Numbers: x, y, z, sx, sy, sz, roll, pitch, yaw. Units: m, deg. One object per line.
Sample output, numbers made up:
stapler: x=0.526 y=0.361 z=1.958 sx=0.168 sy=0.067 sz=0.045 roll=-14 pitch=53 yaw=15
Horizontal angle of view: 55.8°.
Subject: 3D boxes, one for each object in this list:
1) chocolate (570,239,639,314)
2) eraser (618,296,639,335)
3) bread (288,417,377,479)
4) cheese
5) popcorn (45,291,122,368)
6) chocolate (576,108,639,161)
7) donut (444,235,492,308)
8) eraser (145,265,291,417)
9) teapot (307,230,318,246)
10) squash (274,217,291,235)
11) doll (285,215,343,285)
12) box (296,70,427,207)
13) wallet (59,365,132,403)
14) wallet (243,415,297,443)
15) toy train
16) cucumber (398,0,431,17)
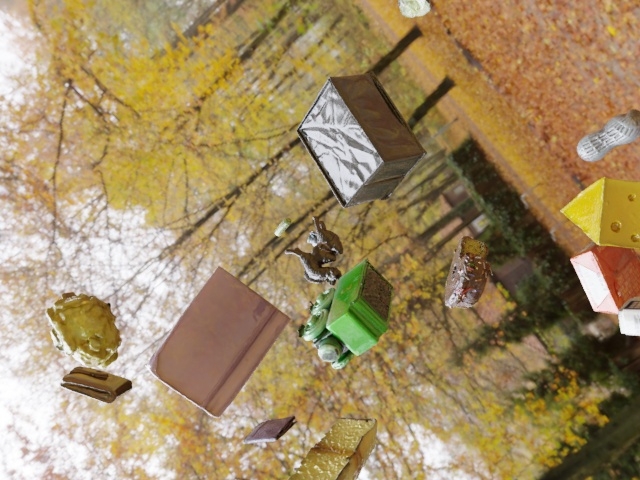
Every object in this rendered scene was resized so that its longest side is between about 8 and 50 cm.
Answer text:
chocolate: x=0.955 y=0.096 z=1.998 sx=0.237 sy=0.108 sz=0.234 roll=-30 pitch=-84 yaw=-34
eraser: x=0.981 y=0.209 z=1.651 sx=0.124 sy=0.279 sz=0.081 roll=-21 pitch=-78 yaw=-45
bread: x=0.061 y=0.606 z=1.672 sx=0.142 sy=0.178 sz=0.266 roll=48 pitch=-129 yaw=-6
cheese: x=0.551 y=-0.051 z=1.187 sx=0.171 sy=0.093 sz=0.126 roll=-173 pitch=88 yaw=-86
popcorn: x=-0.703 y=0.258 z=1.822 sx=0.266 sy=0.192 sz=0.233 roll=45 pitch=166 yaw=32
chocolate: x=0.685 y=-0.245 z=1.428 sx=0.072 sy=0.167 sz=0.072 roll=23 pitch=-129 yaw=-30
donut: x=0.444 y=0.105 z=1.814 sx=0.096 sy=0.216 sz=0.230 roll=14 pitch=-168 yaw=2
eraser: x=-0.301 y=0.296 z=1.774 sx=0.272 sy=0.359 sz=0.122 roll=38 pitch=168 yaw=-9
teapot: x=-0.001 y=0.004 z=1.979 sx=0.083 sy=0.049 sz=0.063 roll=24 pitch=-175 yaw=16
squash: x=-0.123 y=-0.048 z=2.014 sx=0.027 sy=0.083 sz=0.027 roll=20 pitch=-134 yaw=-22
doll: x=0.001 y=0.036 z=1.504 sx=0.165 sy=0.139 sz=0.057 roll=41 pitch=177 yaw=30
box: x=0.122 y=-0.321 z=1.922 sx=0.204 sy=0.251 sz=0.345 roll=-17 pitch=-112 yaw=-39
wallet: x=-0.439 y=0.281 z=1.192 sx=0.118 sy=0.038 sz=0.153 roll=17 pitch=177 yaw=-4
wallet: x=-0.163 y=0.605 z=1.928 sx=0.111 sy=0.166 sz=0.030 roll=-30 pitch=-85 yaw=-49
toy train: x=0.065 y=0.165 z=1.353 sx=0.132 sy=0.188 sz=0.243 roll=44 pitch=-153 yaw=-13
cucumber: x=0.195 y=-0.640 z=1.395 sx=0.074 sy=0.074 sz=0.241 roll=-5 pitch=-98 yaw=-73
